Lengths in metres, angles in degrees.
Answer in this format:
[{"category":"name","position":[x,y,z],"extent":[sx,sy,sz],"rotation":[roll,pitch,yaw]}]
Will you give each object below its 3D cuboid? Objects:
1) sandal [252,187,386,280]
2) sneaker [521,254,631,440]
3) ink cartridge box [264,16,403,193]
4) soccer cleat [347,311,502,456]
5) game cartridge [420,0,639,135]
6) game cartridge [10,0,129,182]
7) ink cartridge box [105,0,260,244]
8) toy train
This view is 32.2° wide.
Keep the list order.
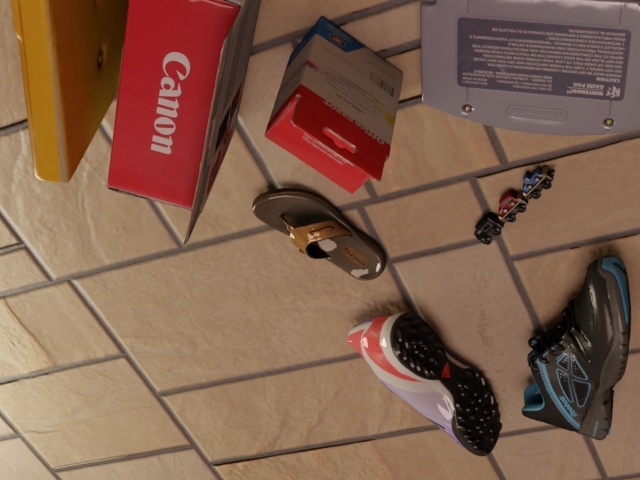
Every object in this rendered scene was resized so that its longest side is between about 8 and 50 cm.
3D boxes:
[{"category":"sandal","position":[0.000,0.000,1.587],"extent":[0.219,0.060,0.090],"rotation":[37,128,-20]},{"category":"sneaker","position":[0.370,0.162,1.609],"extent":[0.139,0.125,0.341],"rotation":[8,130,11]},{"category":"ink cartridge box","position":[0.017,-0.152,1.336],"extent":[0.134,0.231,0.078],"rotation":[33,129,-16]},{"category":"soccer cleat","position":[0.170,0.225,1.735],"extent":[0.116,0.109,0.318],"rotation":[-7,136,46]},{"category":"game cartridge","position":[0.266,-0.219,1.327],"extent":[0.294,0.060,0.196],"rotation":[8,129,15]},{"category":"game cartridge","position":[-0.276,-0.276,1.257],"extent":[0.052,0.285,0.324],"rotation":[8,131,5]},{"category":"ink cartridge box","position":[-0.162,-0.198,1.308],"extent":[0.130,0.272,0.309],"rotation":[15,131,-1]},{"category":"toy train","position":[0.262,-0.050,1.512],"extent":[0.036,0.027,0.158],"rotation":[37,129,-6]}]
